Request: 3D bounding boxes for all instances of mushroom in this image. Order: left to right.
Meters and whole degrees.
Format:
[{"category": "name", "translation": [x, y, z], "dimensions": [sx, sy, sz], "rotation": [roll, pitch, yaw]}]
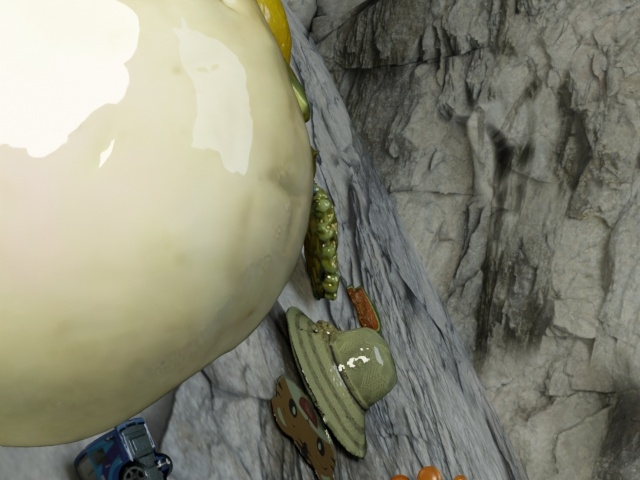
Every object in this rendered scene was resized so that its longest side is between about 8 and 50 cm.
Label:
[{"category": "mushroom", "translation": [-0.161, -0.070, 0.519], "dimensions": [0.353, 0.325, 0.353], "rotation": [33, 9, -6]}]

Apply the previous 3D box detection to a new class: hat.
[{"category": "hat", "translation": [0.054, 0.185, 1.269], "dimensions": [0.252, 0.110, 0.252], "rotation": [60, 8, -15]}]

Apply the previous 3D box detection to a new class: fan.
[{"category": "fan", "translation": [-0.018, 0.227, 1.154], "dimensions": [0.152, 0.008, 0.227], "rotation": [57, 12, -15]}]

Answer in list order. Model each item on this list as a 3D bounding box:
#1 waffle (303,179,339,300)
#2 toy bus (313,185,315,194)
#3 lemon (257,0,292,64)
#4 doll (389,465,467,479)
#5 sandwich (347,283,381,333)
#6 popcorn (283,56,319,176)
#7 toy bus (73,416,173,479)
[{"category": "waffle", "translation": [0.000, 0.000, 1.473], "dimensions": [0.214, 0.054, 0.208], "rotation": [-113, -160, -71]}, {"category": "toy bus", "translation": [-0.099, -0.150, 1.406], "dimensions": [0.116, 0.133, 0.234], "rotation": [46, 19, -52]}, {"category": "lemon", "translation": [-0.156, -0.298, 1.302], "dimensions": [0.228, 0.228, 0.253], "rotation": [63, 5, 13]}, {"category": "doll", "translation": [0.151, 0.411, 1.134], "dimensions": [0.135, 0.143, 0.221], "rotation": [34, 35, -60]}, {"category": "sandwich", "translation": [0.091, 0.147, 1.732], "dimensions": [0.067, 0.029, 0.135], "rotation": [42, 22, -40]}, {"category": "popcorn", "translation": [-0.119, -0.123, 1.054], "dimensions": [0.276, 0.225, 0.277], "rotation": [13, 90, -85]}, {"category": "toy bus", "translation": [-0.127, 0.210, 0.630], "dimensions": [0.153, 0.061, 0.051], "rotation": [63, 11, 9]}]
